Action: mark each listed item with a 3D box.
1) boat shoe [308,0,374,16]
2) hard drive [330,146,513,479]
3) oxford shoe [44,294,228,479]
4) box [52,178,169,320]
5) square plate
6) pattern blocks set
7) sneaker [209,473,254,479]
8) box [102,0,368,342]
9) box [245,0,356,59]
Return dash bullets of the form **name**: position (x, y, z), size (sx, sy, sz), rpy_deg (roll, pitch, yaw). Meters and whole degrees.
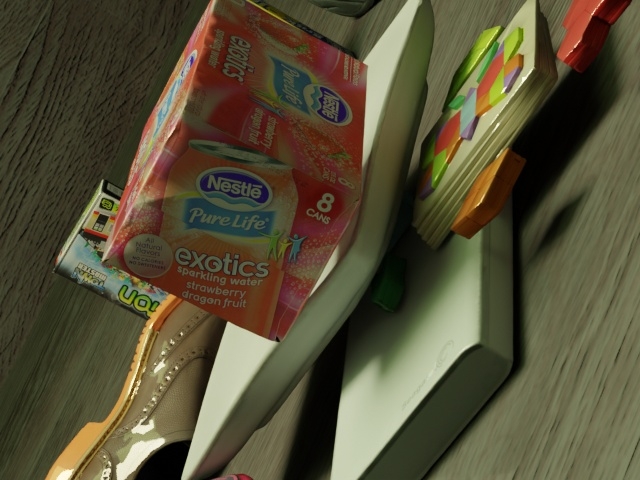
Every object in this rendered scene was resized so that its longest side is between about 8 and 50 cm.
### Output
- **boat shoe**: position (0.062, -0.357, 2.292), size (0.320, 0.118, 0.103), rpy_deg (134, 157, -69)
- **hard drive**: position (0.080, 0.061, 1.531), size (0.203, 0.040, 0.307), rpy_deg (-54, 15, 30)
- **oxford shoe**: position (-0.127, 0.168, 1.996), size (0.133, 0.130, 0.363), rpy_deg (18, 70, 44)
- **box**: position (-0.173, 0.031, 2.169), size (0.114, 0.207, 0.036), rpy_deg (-57, 14, 21)
- **square plate**: position (0.000, 0.000, 1.693), size (0.347, 0.049, 0.344), rpy_deg (-55, 13, 43)
- **pattern blocks set**: position (0.125, -0.095, 1.532), size (0.325, 0.026, 0.285), rpy_deg (-58, 12, 15)
- **sneaker**: position (-0.128, 0.293, 1.724), size (0.112, 0.121, 0.299), rpy_deg (-35, -4, -34)
- **box**: position (-0.058, -0.067, 1.582), size (0.142, 0.154, 0.300), rpy_deg (-59, 9, 23)
- **box**: position (-0.045, -0.228, 2.300), size (0.059, 0.169, 0.054), rpy_deg (-58, 14, 12)
